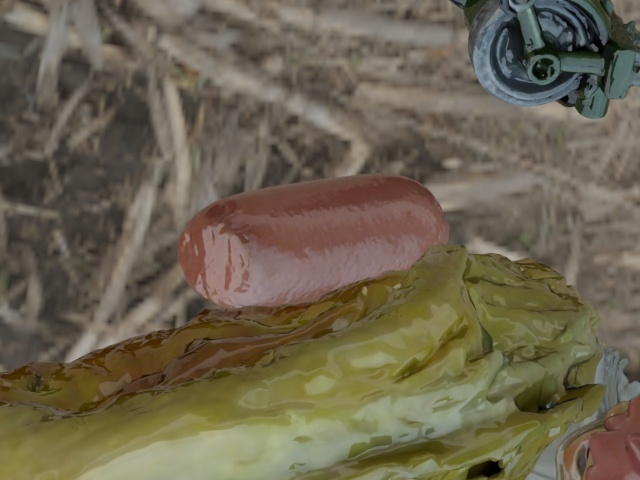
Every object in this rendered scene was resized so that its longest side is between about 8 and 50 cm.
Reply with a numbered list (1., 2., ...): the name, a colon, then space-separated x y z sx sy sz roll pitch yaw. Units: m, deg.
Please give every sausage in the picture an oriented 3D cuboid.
1. sausage: 0.000 0.000 0.998 0.154 0.062 0.062 -10 146 -44

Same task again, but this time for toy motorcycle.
1. toy motorcycle: 0.142 -0.195 1.138 0.127 0.205 0.275 5 121 -10

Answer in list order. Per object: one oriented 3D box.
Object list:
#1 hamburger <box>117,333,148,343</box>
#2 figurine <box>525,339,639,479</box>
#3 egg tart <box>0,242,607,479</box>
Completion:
1. hamburger: -0.078 0.182 1.452 0.246 0.170 0.246 7 148 4
2. figurine: 0.241 0.193 1.545 0.166 0.387 0.207 -11 102 -12
3. egg tart: -0.030 0.067 0.551 0.241 0.241 0.106 -12 92 12
